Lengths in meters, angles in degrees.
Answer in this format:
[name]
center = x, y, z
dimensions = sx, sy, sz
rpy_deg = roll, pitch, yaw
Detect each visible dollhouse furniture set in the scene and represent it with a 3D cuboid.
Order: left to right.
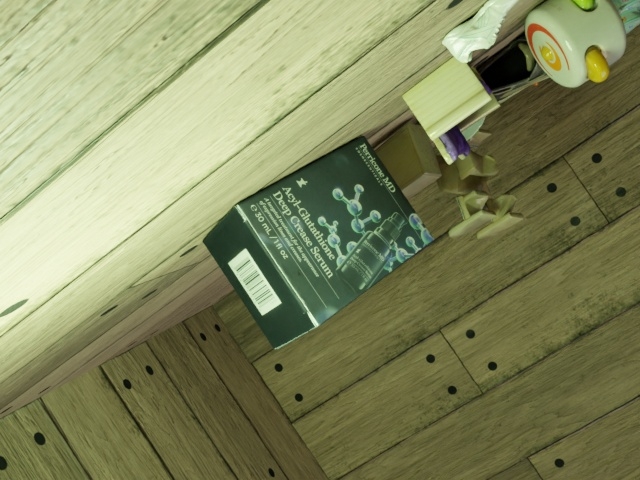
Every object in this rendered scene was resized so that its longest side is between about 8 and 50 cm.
[dollhouse furniture set]
center = 0.324, -0.177, 2.119
dimensions = 0.394, 0.362, 0.256
rpy_deg = 3, 153, -41

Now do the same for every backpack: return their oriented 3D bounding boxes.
[backpack]
center = 0.796, -0.624, 1.983
dimensions = 0.188, 0.144, 0.166
rpy_deg = -38, 171, 15

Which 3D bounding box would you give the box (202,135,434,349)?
[box]
center = 0.000, 0.000, 1.616
dimensions = 0.395, 0.294, 0.212
rpy_deg = -33, 178, -36

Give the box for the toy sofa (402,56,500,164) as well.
[toy sofa]
center = 0.316, -0.289, 1.634
dimensions = 0.150, 0.177, 0.362
rpy_deg = -35, 177, 18

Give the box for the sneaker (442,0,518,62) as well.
[sneaker]
center = 0.275, -0.351, 1.195
dimensions = 0.152, 0.061, 0.053
rpy_deg = -37, 175, 30

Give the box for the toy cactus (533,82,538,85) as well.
[toy cactus]
center = 0.554, -0.491, 1.979
dimensions = 0.218, 0.112, 0.180
rpy_deg = -22, 162, -28

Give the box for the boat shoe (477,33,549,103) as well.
[boat shoe]
center = 0.534, -0.456, 1.840
dimensions = 0.355, 0.132, 0.130
rpy_deg = -36, 178, 15

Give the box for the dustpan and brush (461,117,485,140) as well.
[dustpan and brush]
center = 0.415, -0.362, 1.971
dimensions = 0.211, 0.147, 0.060
rpy_deg = -37, -151, -13

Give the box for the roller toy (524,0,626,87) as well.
[roller toy]
center = 0.535, -0.429, 1.557
dimensions = 0.146, 0.209, 0.191
rpy_deg = -34, -174, 0
